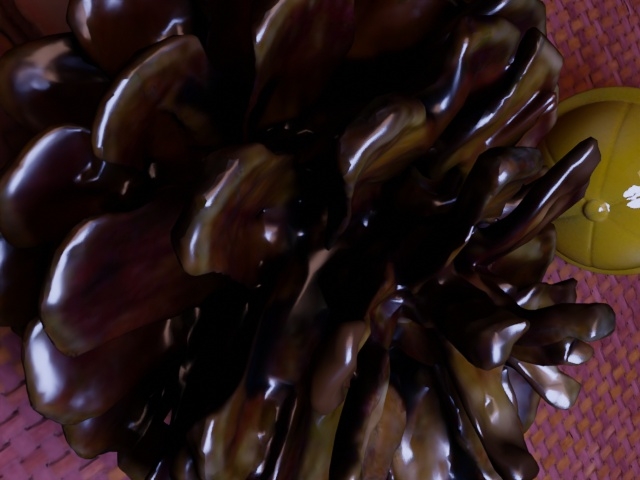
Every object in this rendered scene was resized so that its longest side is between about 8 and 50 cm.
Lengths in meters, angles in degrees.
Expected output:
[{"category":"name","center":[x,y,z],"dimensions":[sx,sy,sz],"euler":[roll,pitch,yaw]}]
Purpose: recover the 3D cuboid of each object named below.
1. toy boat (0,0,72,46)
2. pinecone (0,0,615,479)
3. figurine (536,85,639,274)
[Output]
[{"category":"toy boat","center":[-0.166,-0.184,0.623],"dimensions":[0.141,0.099,0.317],"euler":[-26,108,11]},{"category":"pinecone","center":[0.000,0.000,0.545],"dimensions":[0.398,0.398,0.397],"euler":[1,88,-34]},{"category":"figurine","center":[0.322,-0.057,0.893],"dimensions":[0.257,0.167,0.192],"euler":[-4,118,-36]}]
